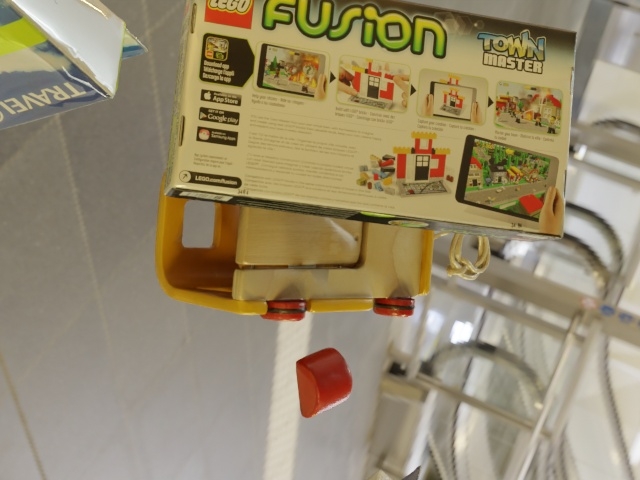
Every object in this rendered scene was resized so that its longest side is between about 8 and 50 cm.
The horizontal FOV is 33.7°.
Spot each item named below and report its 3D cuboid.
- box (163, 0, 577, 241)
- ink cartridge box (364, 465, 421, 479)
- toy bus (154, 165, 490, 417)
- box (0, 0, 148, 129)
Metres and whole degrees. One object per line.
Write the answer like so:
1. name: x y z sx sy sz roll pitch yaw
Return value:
1. box: 0.029 -0.067 0.547 0.036 0.207 0.114 163 -67 -74
2. ink cartridge box: -0.046 0.393 1.175 0.324 0.071 0.330 -40 -173 20
3. toy bus: -0.008 -0.006 0.673 0.191 0.104 0.202 -50 127 -28
4. box: -0.151 -0.087 0.364 0.178 0.109 0.042 45 39 -55
